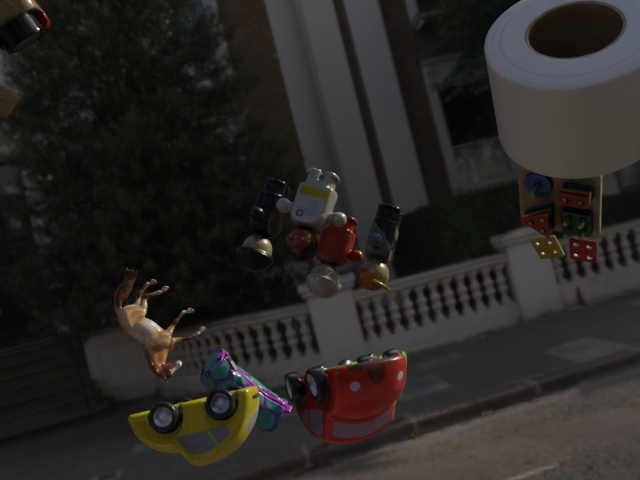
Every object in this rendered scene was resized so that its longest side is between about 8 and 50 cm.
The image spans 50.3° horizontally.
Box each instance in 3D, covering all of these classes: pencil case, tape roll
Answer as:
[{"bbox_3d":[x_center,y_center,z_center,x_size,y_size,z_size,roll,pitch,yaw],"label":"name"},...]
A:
[{"bbox_3d":[-0.124,0.245,1.107,0.070,0.151,0.064,-43,13,28],"label":"pencil case"},{"bbox_3d":[0.369,-0.233,0.979,0.246,0.246,0.169,-14,-44,12],"label":"tape roll"}]

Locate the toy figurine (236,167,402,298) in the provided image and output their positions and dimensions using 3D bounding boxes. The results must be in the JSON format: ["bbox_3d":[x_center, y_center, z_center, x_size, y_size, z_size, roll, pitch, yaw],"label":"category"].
[{"bbox_3d":[0.000,0.000,1.042,0.213,0.148,0.209,27,-17,-30],"label":"toy figurine"}]

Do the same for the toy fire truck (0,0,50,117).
[{"bbox_3d":[-0.483,-0.269,0.973,0.217,0.158,0.246,-35,16,-4],"label":"toy fire truck"}]

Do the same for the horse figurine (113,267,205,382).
[{"bbox_3d":[-0.399,0.193,1.614,0.174,0.263,0.066,-44,-3,-33],"label":"horse figurine"}]

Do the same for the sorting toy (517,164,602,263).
[{"bbox_3d":[0.387,-0.050,1.120,0.132,0.274,0.046,14,50,33],"label":"sorting toy"}]

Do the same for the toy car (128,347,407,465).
[{"bbox_3d":[0.004,0.124,0.530,0.239,0.053,0.225,-19,-12,33],"label":"toy car"}]
